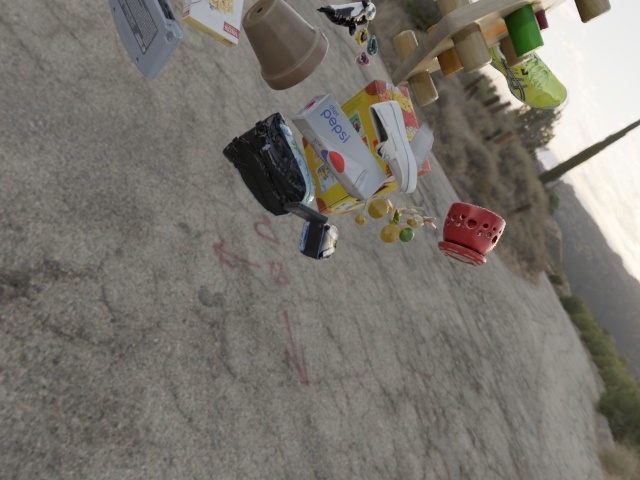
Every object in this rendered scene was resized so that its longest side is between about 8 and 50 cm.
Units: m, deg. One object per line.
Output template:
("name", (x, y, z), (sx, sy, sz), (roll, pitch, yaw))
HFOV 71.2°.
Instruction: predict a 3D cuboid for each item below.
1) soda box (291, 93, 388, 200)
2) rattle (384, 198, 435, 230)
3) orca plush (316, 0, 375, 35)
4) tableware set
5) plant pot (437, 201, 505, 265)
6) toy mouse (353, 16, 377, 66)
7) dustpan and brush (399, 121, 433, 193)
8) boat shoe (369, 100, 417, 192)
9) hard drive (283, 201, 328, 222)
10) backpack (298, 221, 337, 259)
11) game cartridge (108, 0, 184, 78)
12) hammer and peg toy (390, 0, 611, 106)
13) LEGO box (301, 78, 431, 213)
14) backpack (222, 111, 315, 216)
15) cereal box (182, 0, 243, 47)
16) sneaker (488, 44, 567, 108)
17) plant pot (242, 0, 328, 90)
("soda box", (0.055, -0.241, 1.186), (0.286, 0.098, 0.091), (50, -13, -27))
("rattle", (0.381, -0.119, 1.875), (0.130, 0.199, 0.143), (-40, 130, -43))
("orca plush", (0.117, -0.818, 1.653), (0.287, 0.151, 0.102), (-35, 112, -55))
("tableware set", (0.155, -0.045, 1.024), (0.153, 0.104, 0.024), (7, 24, -18))
("plant pot", (0.509, -0.016, 1.529), (0.191, 0.174, 0.191), (23, -6, 2))
("toy mouse", (0.154, -0.645, 1.522), (0.143, 0.031, 0.161), (41, 68, -50))
("dustpan and brush", (0.282, -0.238, 1.347), (0.060, 0.211, 0.147), (29, 23, -13))
("boat shoe", (0.189, -0.248, 1.209), (0.095, 0.084, 0.259), (136, -59, -73))
("hard drive", (-0.051, -0.096, 1.571), (0.135, 0.094, 0.022), (27, 73, -35))
("backpack", (0.000, 0.000, 1.837), (0.173, 0.116, 0.159), (9, 93, -68))
("game cartridge", (-0.494, -0.618, 1.242), (0.062, 0.198, 0.298), (-18, 79, -46))
("hammer and peg toy", (0.301, -0.341, 0.685), (0.266, 0.361, 0.128), (-161, -133, -82))
("LEGO box", (0.169, -0.367, 1.882), (0.193, 0.500, 0.373), (-4, 76, -40))
("backpack", (-0.168, -0.264, 1.770), (0.356, 0.290, 0.273), (59, 11, 17))
("cereal box", (-0.300, -0.710, 1.285), (0.172, 0.047, 0.241), (9, 85, -51))
("sneaker", (0.732, -0.617, 1.616), (0.384, 0.145, 0.147), (40, 15, 0))
("plant pot", (-0.137, -0.688, 1.516), (0.229, 0.262, 0.263), (45, 23, -44))
